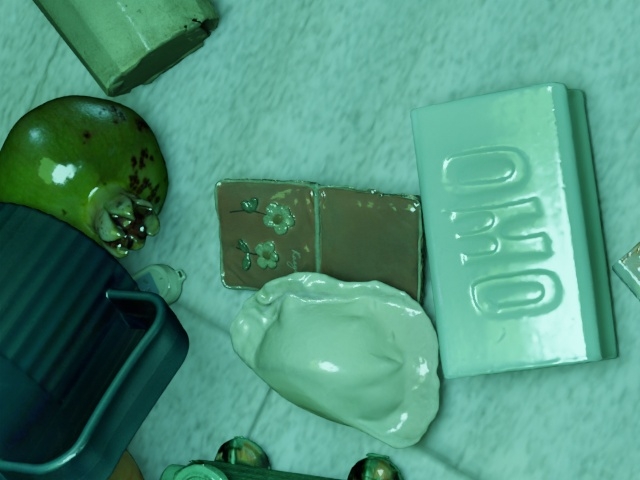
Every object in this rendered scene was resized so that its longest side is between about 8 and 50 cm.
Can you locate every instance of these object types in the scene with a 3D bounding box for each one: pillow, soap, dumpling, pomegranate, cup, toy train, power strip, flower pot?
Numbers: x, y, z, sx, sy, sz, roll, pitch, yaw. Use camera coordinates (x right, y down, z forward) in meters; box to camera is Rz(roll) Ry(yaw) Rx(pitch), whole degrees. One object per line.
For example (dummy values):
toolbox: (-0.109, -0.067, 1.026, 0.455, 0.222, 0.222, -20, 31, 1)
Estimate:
pillow: (0.000, 0.000, 1.791, 0.232, 0.043, 0.126, 6, 115, 26)
soap: (0.185, -0.007, 1.705, 0.160, 0.087, 0.265, -9, 84, 24)
dumpling: (0.020, 0.104, 1.752, 0.229, 0.124, 0.151, 24, 102, 11)
pomegranate: (-0.248, -0.051, 1.832, 0.179, 0.210, 0.179, 0, 121, -1)
cup: (-0.315, 0.128, 1.729, 0.242, 0.292, 0.308, 40, 147, -13)
toy train: (-0.032, 0.301, 1.785, 0.285, 0.116, 0.177, 4, 102, 23)
power strip: (-0.226, 0.080, 1.915, 0.191, 0.030, 0.047, -31, 75, 19)
flower pot: (-0.209, -0.274, 1.850, 0.212, 0.212, 0.202, -37, 87, 18)

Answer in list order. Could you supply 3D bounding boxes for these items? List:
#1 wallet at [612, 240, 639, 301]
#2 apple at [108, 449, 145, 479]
wallet: (0.370, 0.066, 1.656, 0.103, 0.020, 0.196, -43, 72, 17)
apple: (-0.255, 0.336, 1.816, 0.251, 0.163, 0.293, -57, 22, -21)
